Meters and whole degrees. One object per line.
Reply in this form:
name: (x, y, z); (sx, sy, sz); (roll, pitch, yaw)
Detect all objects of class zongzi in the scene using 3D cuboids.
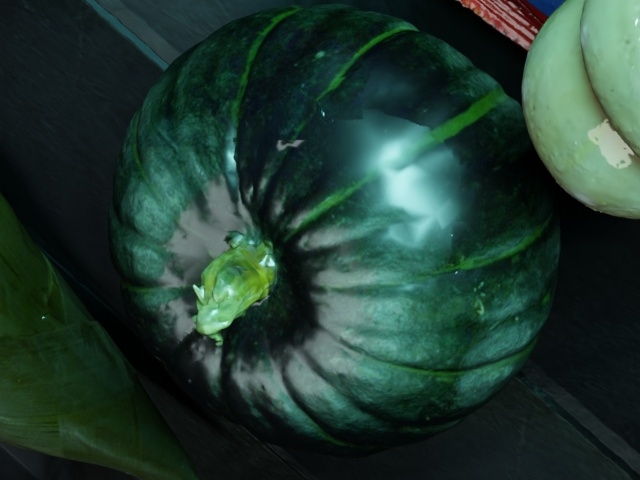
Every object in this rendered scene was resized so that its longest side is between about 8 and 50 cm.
zongzi: (-0.282, 0.078, 1.310); (0.393, 0.174, 0.356); (25, 146, 11)

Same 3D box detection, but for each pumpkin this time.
pumpkin: (0.000, 0.000, 0.713); (0.250, 0.216, 0.249); (10, 112, 26)

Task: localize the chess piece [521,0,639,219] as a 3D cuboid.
chess piece: (0.155, -0.071, 0.472); (0.143, 0.142, 0.261); (42, 160, -2)

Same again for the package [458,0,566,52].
package: (0.103, -0.140, 0.551); (0.083, 0.022, 0.200); (41, 154, 0)
